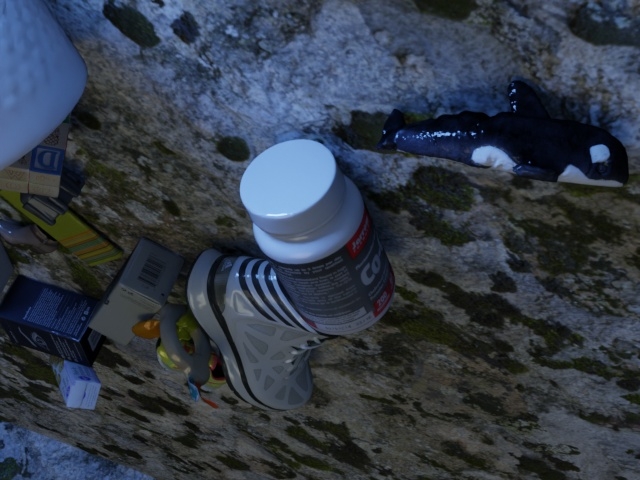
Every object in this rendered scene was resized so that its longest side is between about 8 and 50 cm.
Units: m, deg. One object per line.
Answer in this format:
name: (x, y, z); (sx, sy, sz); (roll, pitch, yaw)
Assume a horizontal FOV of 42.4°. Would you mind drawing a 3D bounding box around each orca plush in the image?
orca plush: (0.215, -0.136, 0.960); (0.287, 0.102, 0.151); (15, -165, 28)

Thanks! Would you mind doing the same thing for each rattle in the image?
rattle: (-0.266, 0.222, 1.469); (0.142, 0.200, 0.130); (-18, 164, 5)

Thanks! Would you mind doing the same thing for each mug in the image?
mug: (-0.503, -0.278, 0.982); (0.374, 0.276, 0.328); (33, 159, 47)

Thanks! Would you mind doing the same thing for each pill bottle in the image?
pill bottle: (0.000, 0.000, 1.185); (0.161, 0.161, 0.283); (4, 146, 25)

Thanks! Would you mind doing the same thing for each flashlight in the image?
flashlight: (-0.536, -0.140, 1.321); (0.103, 0.103, 0.304); (-41, 114, 18)

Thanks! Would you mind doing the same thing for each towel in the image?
towel: (-0.482, -0.034, 1.547); (0.102, 0.021, 0.237); (-15, 134, 36)

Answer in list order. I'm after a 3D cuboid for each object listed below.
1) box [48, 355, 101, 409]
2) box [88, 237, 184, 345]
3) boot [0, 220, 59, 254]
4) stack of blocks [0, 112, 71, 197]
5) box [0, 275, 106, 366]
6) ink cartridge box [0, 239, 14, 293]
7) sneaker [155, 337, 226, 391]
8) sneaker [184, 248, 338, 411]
box: (-0.579, 0.307, 1.933); (0.063, 0.067, 0.324); (13, -175, -27)
box: (-0.363, 0.105, 1.605); (0.094, 0.113, 0.275); (30, 146, -14)
boot: (-0.565, -0.016, 1.606); (0.118, 0.042, 0.087); (35, 140, -24)
stack of blocks: (-0.516, -0.176, 1.187); (0.297, 0.171, 0.087); (9, 158, -17)
box: (-0.601, 0.184, 1.863); (0.207, 0.108, 0.153); (17, 149, 6)
ink cartridge box: (-0.708, 0.046, 1.710); (0.062, 0.109, 0.209); (17, 149, 4)
sneaker: (-0.276, 0.265, 1.843); (0.094, 0.082, 0.208); (-19, 139, 37)
sneaker: (-0.046, 0.194, 1.502); (0.257, 0.169, 0.448); (4, 143, 28)
